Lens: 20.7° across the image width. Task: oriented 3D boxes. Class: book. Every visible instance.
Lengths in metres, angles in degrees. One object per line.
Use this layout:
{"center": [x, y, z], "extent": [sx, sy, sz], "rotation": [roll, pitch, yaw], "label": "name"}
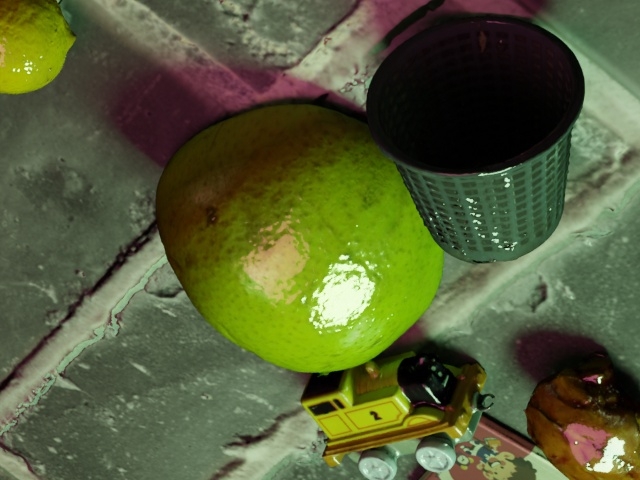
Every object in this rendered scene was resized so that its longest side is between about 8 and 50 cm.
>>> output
{"center": [0.226, 0.280, 1.824], "extent": [0.232, 0.022, 0.162], "rotation": [31, 138, -2], "label": "book"}

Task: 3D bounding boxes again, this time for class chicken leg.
{"center": [0.316, 0.232, 1.690], "extent": [0.113, 0.093, 0.304], "rotation": [-33, 115, 32], "label": "chicken leg"}

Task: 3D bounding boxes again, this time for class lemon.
{"center": [-0.288, -0.188, 1.580], "extent": [0.133, 0.109, 0.109], "rotation": [13, 137, -5], "label": "lemon"}

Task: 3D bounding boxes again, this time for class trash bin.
{"center": [0.138, -0.071, 1.443], "extent": [0.175, 0.175, 0.161], "rotation": [8, 146, 21], "label": "trash bin"}

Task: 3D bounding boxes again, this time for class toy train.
{"center": [0.072, 0.165, 1.744], "extent": [0.219, 0.089, 0.127], "rotation": [-18, 122, 39], "label": "toy train"}

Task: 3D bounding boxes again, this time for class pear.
{"center": [-0.004, 0.000, 1.605], "extent": [0.288, 0.139, 0.239], "rotation": [37, 128, -11], "label": "pear"}
